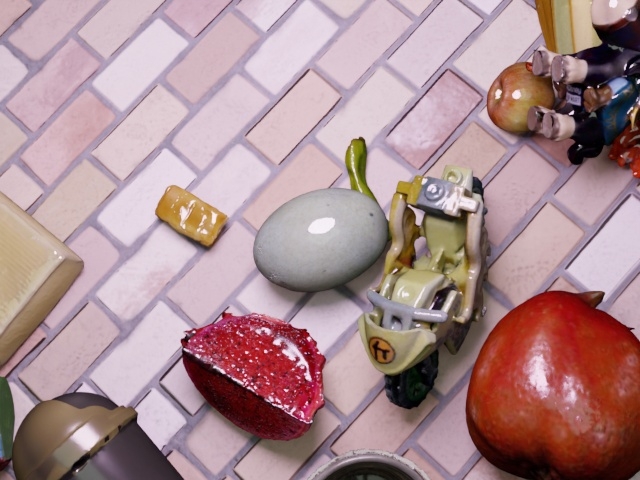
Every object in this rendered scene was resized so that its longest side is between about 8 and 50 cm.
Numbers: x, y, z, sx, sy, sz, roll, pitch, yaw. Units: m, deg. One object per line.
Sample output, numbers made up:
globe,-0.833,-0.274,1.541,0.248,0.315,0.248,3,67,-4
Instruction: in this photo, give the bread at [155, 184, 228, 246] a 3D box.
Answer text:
bread,-0.235,-0.044,1.310,0.132,0.053,0.074,32,83,11

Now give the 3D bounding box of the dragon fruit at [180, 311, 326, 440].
dragon fruit,-0.110,0.228,1.209,0.261,0.163,0.189,28,111,12

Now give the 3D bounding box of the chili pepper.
chili pepper,0.085,-0.089,1.300,0.050,0.051,0.202,-28,78,34

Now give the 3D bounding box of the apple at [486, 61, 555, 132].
apple,0.355,-0.249,1.277,0.101,0.126,0.126,11,79,-14

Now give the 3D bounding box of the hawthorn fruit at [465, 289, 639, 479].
hawthorn fruit,0.362,0.236,1.111,0.294,0.295,0.312,-11,78,2

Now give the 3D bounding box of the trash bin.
trash bin,-0.342,0.385,1.157,0.334,0.214,0.214,43,85,5

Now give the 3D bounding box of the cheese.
cheese,-0.601,0.047,1.283,0.265,0.124,0.243,37,80,11

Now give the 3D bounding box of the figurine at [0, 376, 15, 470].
figurine,-0.654,0.325,1.241,0.234,0.127,0.185,-6,86,-8

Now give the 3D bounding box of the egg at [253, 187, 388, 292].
egg,0.000,0.000,1.226,0.236,0.169,0.169,-21,78,7

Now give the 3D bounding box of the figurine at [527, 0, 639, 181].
figurine,0.541,-0.239,1.178,0.411,0.241,0.306,25,90,-13

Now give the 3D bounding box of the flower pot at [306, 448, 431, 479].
flower pot,0.077,0.444,1.150,0.235,0.140,0.236,-1,81,4

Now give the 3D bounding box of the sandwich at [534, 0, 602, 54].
sandwich,0.464,-0.417,1.291,0.117,0.144,0.188,-13,78,4

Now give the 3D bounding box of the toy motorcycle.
toy motorcycle,0.176,0.067,1.177,0.168,0.237,0.410,13,78,29
